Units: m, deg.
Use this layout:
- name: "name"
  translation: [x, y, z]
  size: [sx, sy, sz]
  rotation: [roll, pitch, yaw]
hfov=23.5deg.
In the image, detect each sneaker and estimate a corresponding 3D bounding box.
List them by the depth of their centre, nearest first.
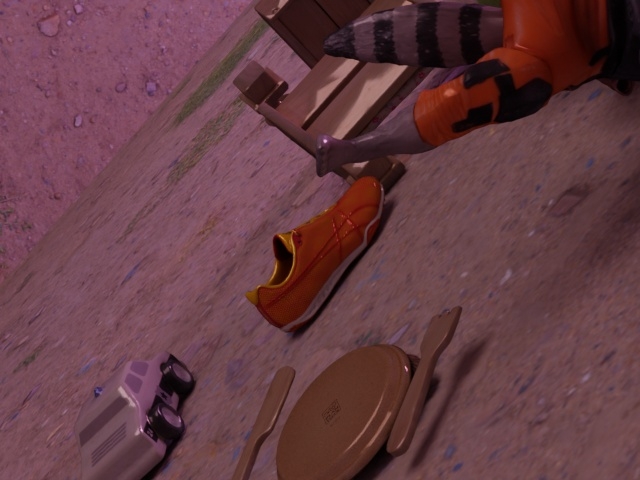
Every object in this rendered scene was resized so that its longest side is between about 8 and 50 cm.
- name: "sneaker"
  translation: [0.000, 0.000, 1.350]
  size: [0.175, 0.067, 0.064]
  rotation: [-54, 13, -31]

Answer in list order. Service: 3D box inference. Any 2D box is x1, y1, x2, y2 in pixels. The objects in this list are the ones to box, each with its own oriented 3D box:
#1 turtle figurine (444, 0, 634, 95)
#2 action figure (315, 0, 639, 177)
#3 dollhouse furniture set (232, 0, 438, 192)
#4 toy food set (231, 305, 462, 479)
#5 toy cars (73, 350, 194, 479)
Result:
- name: "turtle figurine"
  translation: [0.209, -0.240, 1.129]
  size: [0.198, 0.275, 0.266]
  rotation: [-16, -1, -18]
- name: "action figure"
  translation: [0.160, -0.188, 0.947]
  size: [0.178, 0.330, 0.341]
  rotation: [79, -170, -74]
- name: "dollhouse furniture set"
  translation: [0.100, -0.187, 1.602]
  size: [0.303, 0.174, 0.355]
  rotation: [-48, 38, -1]
- name: "toy food set"
  translation: [0.022, 0.121, 1.024]
  size: [0.192, 0.038, 0.132]
  rotation: [-24, 34, 47]
- name: "toy cars"
  translation: [-0.236, 0.231, 1.377]
  size: [0.176, 0.087, 0.394]
  rotation: [-27, 24, 55]
